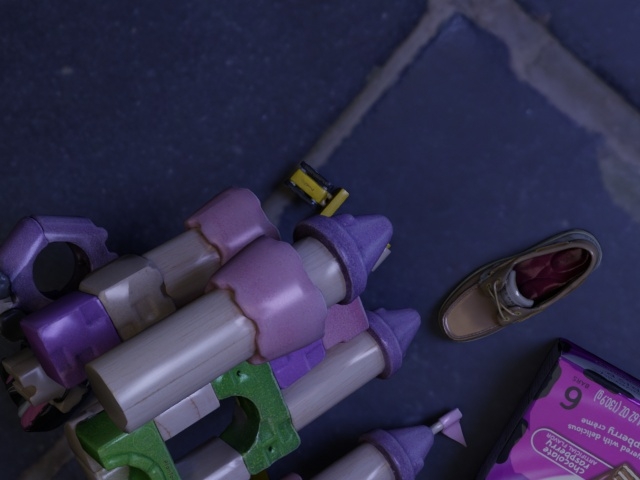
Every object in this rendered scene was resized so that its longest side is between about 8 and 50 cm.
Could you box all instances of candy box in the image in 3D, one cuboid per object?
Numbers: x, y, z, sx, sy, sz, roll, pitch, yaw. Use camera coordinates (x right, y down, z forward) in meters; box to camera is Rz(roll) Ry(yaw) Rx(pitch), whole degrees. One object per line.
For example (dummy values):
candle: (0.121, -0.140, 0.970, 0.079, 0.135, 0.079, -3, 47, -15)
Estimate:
candy box: (0.187, 0.213, 0.718, 0.159, 0.071, 0.233, 29, 103, 10)

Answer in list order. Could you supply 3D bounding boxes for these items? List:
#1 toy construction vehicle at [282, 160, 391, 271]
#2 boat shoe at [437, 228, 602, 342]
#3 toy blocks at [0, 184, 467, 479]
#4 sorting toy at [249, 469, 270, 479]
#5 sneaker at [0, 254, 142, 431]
toy construction vehicle: (0.000, 0.000, 0.763, 0.098, 0.035, 0.086, 38, 92, 4)
boat shoe: (0.145, 0.034, 0.722, 0.135, 0.045, 0.050, -35, 87, 15)
toy blocks: (-0.040, 0.094, 0.674, 0.260, 0.309, 0.289, -32, 114, -26)
sorting toy: (-0.024, 0.287, 0.709, 0.229, 0.307, 0.041, -23, 132, -7)
sneaker: (-0.205, 0.073, 0.801, 0.178, 0.072, 0.077, -47, 73, 8)
